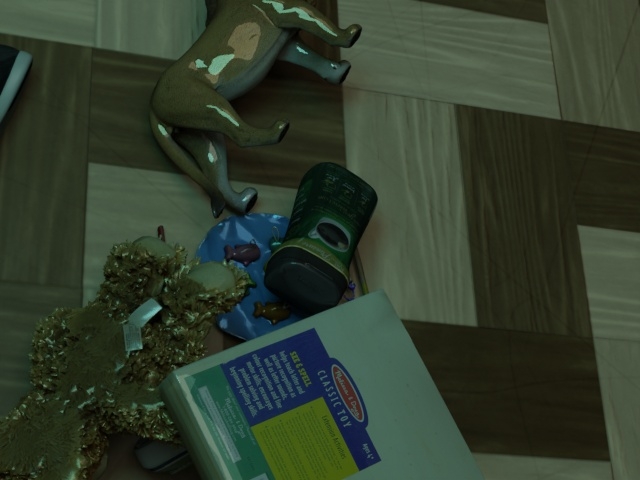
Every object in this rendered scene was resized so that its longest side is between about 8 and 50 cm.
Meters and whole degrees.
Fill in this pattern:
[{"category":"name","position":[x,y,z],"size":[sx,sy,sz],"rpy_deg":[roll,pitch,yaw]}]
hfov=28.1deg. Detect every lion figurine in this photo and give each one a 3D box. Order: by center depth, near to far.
[{"category":"lion figurine","position":[-0.110,-0.223,1.593],"size":[0.240,0.142,0.392],"rpy_deg":[31,62,9]}]

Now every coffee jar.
[{"category":"coffee jar","position":[0.000,0.000,1.519],"size":[0.096,0.079,0.184],"rpy_deg":[33,48,-13]}]

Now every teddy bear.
[{"category":"teddy bear","position":[-0.213,0.137,1.352],"size":[0.245,0.113,0.338],"rpy_deg":[8,58,14]}]

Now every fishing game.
[{"category":"fishing game","position":[-0.062,0.043,1.532],"size":[0.264,0.041,0.189],"rpy_deg":[2,61,-20]}]

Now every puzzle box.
[{"category":"puzzle box","position":[0.044,0.269,1.269],"size":[0.272,0.052,0.408],"rpy_deg":[-19,75,-33]}]

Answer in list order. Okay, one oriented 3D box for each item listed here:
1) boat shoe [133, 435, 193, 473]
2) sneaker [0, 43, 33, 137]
[{"category":"boat shoe","position":[-0.061,0.184,1.420],"size":[0.302,0.109,0.094],"rpy_deg":[-29,97,-23]},{"category":"sneaker","position":[-0.424,-0.150,1.475],"size":[0.121,0.079,0.216],"rpy_deg":[20,51,-7]}]
